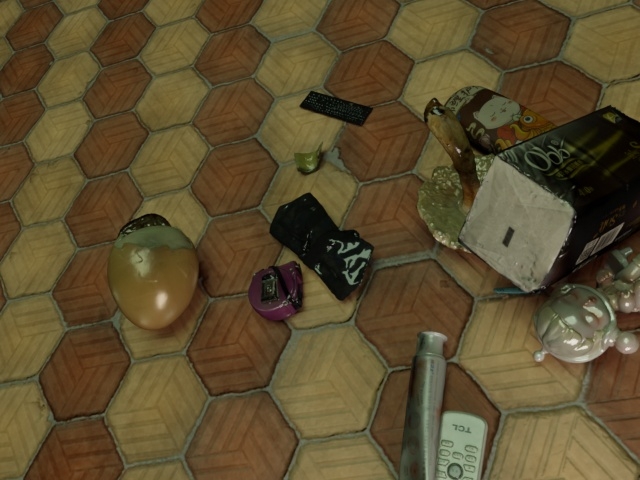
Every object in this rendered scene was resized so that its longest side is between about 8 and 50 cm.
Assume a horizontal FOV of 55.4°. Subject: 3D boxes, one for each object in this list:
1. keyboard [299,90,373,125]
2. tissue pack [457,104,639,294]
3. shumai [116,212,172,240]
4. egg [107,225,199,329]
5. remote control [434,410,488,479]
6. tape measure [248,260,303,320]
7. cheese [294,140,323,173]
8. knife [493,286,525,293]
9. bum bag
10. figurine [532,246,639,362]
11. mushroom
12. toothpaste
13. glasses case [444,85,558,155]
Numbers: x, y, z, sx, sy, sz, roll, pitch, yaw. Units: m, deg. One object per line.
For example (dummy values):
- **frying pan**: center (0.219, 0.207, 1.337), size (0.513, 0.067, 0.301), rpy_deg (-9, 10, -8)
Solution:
- **keyboard**: center (0.038, -0.344, 1.579), size (0.198, 0.010, 0.064), rpy_deg (23, 69, 29)
- **tissue pack**: center (0.443, -0.073, 1.071), size (0.369, 0.210, 0.198), rpy_deg (-23, 56, -33)
- **shumai**: center (-0.431, -0.002, 1.515), size (0.139, 0.105, 0.123), rpy_deg (-40, 99, 5)
- **egg**: center (-0.374, 0.080, 1.370), size (0.200, 0.201, 0.245), rpy_deg (-9, 70, 15)
- **remote control**: center (0.238, 0.395, 1.067), size (0.087, 0.029, 0.190), rpy_deg (7, 64, 23)
- **tape measure**: center (-0.097, 0.108, 1.326), size (0.118, 0.074, 0.125), rpy_deg (-16, 55, 11)
- **cheese**: center (-0.019, -0.204, 1.500), size (0.084, 0.041, 0.060), rpy_deg (-29, 47, 20)
- **knife**: center (0.387, 0.098, 1.201), size (0.090, 0.005, 0.014), rpy_deg (-2, 62, 19)
- **bum bag**: center (0.000, 0.000, 1.357), size (0.137, 0.074, 0.310), rpy_deg (-49, 56, 1)
- **figurine**: center (0.481, 0.121, 1.086), size (0.256, 0.144, 0.182), rpy_deg (-28, 76, -1)
- **mushroom**: center (0.273, -0.096, 1.195), size (0.208, 0.301, 0.233), rpy_deg (-45, 51, 23)
- **toothpaste**: center (0.184, 0.325, 1.103), size (0.100, 0.066, 0.323), rpy_deg (-31, 40, 55)
- **glasses case**: center (0.408, -0.240, 1.343), size (0.122, 0.082, 0.321), rpy_deg (-45, 57, -6)
